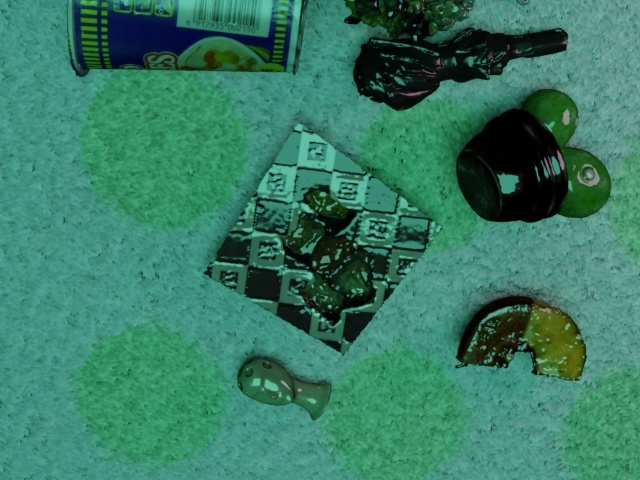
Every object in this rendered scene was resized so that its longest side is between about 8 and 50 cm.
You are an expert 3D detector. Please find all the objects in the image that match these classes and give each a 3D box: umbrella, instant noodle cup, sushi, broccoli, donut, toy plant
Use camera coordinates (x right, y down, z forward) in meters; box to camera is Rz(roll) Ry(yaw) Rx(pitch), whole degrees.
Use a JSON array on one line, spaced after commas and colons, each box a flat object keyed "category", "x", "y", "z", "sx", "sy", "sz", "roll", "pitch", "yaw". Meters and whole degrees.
[{"category": "umbrella", "x": 0.218, "y": -0.279, "z": 1.616, "sx": 0.340, "sy": 0.118, "sz": 0.118, "roll": -12, "pitch": 109, "yaw": -8}, {"category": "instant noodle cup", "x": -0.174, "y": -0.351, "z": 1.473, "sx": 0.312, "sy": 0.284, "sz": 0.284, "roll": 7, "pitch": 108, "yaw": -4}, {"category": "sushi", "x": 0.000, "y": 0.000, "z": 1.715, "sx": 0.292, "sy": 0.059, "sz": 0.294, "roll": 33, "pitch": 105, "yaw": -13}, {"category": "broccoli", "x": 0.105, "y": -0.463, "z": 1.468, "sx": 0.281, "sy": 0.293, "sz": 0.347, "roll": 19, "pitch": 98, "yaw": 31}, {"category": "donut", "x": 0.343, "y": 0.159, "z": 1.769, "sx": 0.217, "sy": 0.085, "sz": 0.141, "roll": 13, "pitch": 107, "yaw": -8}, {"category": "toy plant", "x": 0.340, "y": -0.117, "z": 1.641, "sx": 0.235, "sy": 0.175, "sz": 0.218, "roll": -23, "pitch": 104, "yaw": -21}]

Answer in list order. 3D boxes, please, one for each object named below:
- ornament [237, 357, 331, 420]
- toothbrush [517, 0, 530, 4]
[{"category": "ornament", "x": -0.066, "y": 0.252, "z": 1.789, "sx": 0.156, "sy": 0.081, "sz": 0.075, "roll": 24, "pitch": 110, "yaw": -14}, {"category": "toothbrush", "x": 0.318, "y": -0.508, "z": 1.575, "sx": 0.030, "sy": 0.030, "sz": 0.304, "roll": 1, "pitch": 111, "yaw": -2}]
